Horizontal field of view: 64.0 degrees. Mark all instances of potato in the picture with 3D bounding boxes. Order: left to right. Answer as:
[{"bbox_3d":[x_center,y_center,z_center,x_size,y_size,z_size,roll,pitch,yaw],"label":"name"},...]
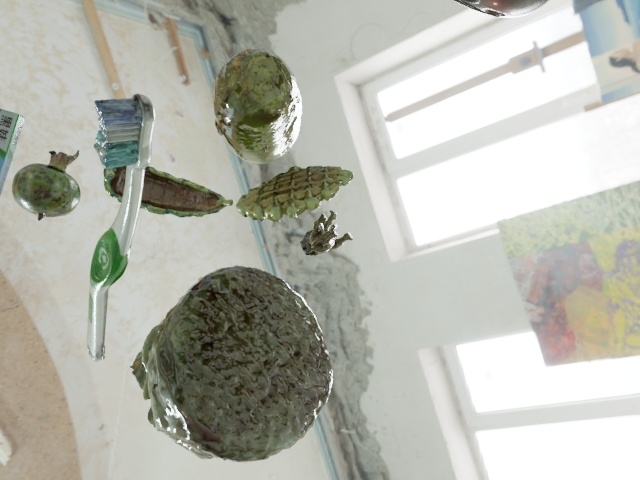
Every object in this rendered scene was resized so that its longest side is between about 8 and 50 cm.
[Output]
[{"bbox_3d":[-0.113,-0.240,0.947,0.141,0.176,0.298,38,170,7],"label":"potato"}]

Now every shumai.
[{"bbox_3d":[-0.199,0.290,1.037,0.395,0.348,0.395,24,-141,-22],"label":"shumai"}]

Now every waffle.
[{"bbox_3d":[-0.043,-0.082,0.839,0.183,0.169,0.036,-40,-56,-38],"label":"waffle"}]

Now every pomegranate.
[{"bbox_3d":[-0.528,-0.116,1.007,0.122,0.122,0.161,34,-104,-50],"label":"pomegranate"}]

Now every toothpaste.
[{"bbox_3d":[-0.275,-0.069,0.433,0.020,0.017,0.083,16,-94,-14],"label":"toothpaste"}]

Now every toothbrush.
[{"bbox_3d":[-0.208,0.023,0.512,0.040,0.418,0.042,-18,-116,-35],"label":"toothbrush"}]

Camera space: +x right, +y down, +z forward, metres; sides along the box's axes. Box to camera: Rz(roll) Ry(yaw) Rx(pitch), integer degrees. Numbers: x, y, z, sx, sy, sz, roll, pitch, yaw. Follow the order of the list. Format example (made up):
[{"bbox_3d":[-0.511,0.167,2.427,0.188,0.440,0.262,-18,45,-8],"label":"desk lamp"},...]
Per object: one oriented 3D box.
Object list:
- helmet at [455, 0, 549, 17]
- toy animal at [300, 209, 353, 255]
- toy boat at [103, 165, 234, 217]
[{"bbox_3d":[0.331,-0.485,0.878,0.216,0.193,0.189,-26,-42,-60],"label":"helmet"},{"bbox_3d":[0.014,-0.011,0.901,0.069,0.086,0.220,52,169,3],"label":"toy animal"},{"bbox_3d":[-0.352,-0.107,1.194,0.293,0.099,0.108,14,-111,-13],"label":"toy boat"}]
